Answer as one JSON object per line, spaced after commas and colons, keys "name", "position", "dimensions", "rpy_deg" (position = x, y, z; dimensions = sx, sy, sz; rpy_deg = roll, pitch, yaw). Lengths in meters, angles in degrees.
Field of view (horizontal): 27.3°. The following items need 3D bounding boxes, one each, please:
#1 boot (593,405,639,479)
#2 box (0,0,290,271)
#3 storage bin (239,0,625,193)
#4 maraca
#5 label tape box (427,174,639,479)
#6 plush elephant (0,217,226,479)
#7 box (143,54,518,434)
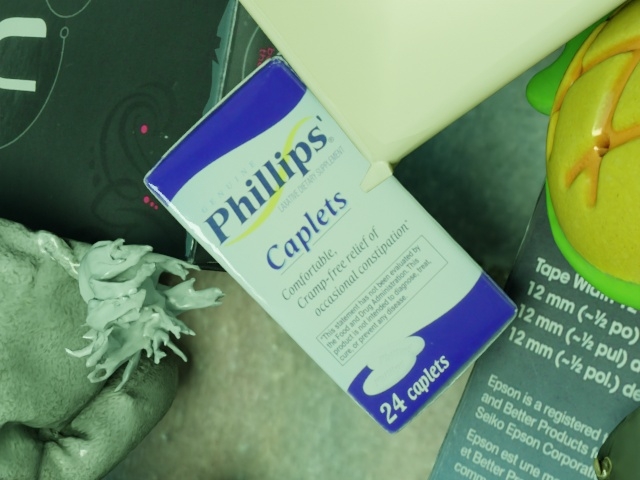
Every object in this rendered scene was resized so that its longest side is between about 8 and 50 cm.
{"name": "boot", "position": [0.105, 0.136, 0.452], "dimensions": [0.198, 0.077, 0.137], "rpy_deg": [-34, 58, 13]}
{"name": "box", "position": [-0.108, -0.076, 0.739], "dimensions": [0.270, 0.143, 0.165], "rpy_deg": [9, 90, 38]}
{"name": "storage bin", "position": [0.108, -0.171, 0.492], "dimensions": [0.262, 0.260, 0.123], "rpy_deg": [-35, 97, 26]}
{"name": "maraca", "position": [0.129, -0.046, 0.451], "dimensions": [0.127, 0.099, 0.185], "rpy_deg": [-32, 34, 16]}
{"name": "label tape box", "position": [0.179, 0.102, 0.510], "dimensions": [0.249, 0.115, 0.347], "rpy_deg": [25, 95, 37]}
{"name": "plush elephant", "position": [-0.187, 0.118, 0.645], "dimensions": [0.330, 0.272, 0.255], "rpy_deg": [6, 77, 51]}
{"name": "box", "position": [0.000, 0.000, 0.547], "dimensions": [0.072, 0.126, 0.137], "rpy_deg": [-45, 95, -3]}
